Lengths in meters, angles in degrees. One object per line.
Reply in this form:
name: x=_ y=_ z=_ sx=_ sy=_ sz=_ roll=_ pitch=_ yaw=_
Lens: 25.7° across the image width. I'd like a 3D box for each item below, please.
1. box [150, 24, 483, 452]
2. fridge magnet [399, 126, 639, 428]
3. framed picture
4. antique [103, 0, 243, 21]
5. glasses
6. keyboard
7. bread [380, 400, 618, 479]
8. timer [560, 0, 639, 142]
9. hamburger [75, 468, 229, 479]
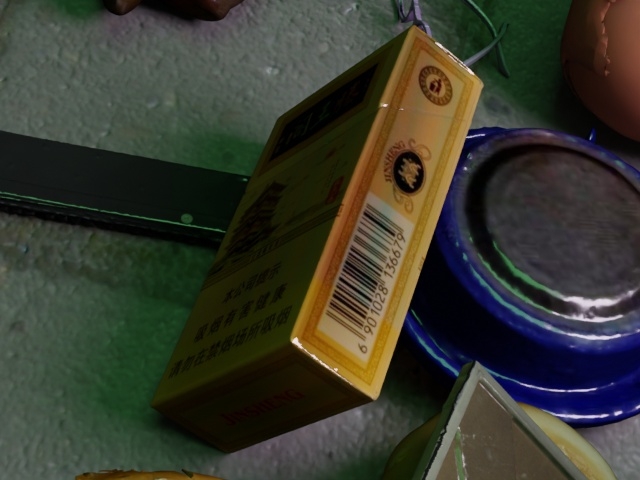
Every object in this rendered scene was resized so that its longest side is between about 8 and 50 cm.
box: x=0.000 y=0.000 z=0.969 sx=0.076 sy=0.174 sz=0.274 roll=37 pitch=54 yaw=-22
fridge magnet: x=0.165 y=0.017 z=1.044 sx=0.265 sy=0.112 sz=0.265 roll=9 pitch=53 yaw=-12
framed picture: x=0.104 y=0.209 z=0.779 sx=0.184 sy=0.016 sz=0.250 roll=46 pitch=42 yaw=-15
antique: x=-0.124 y=-0.302 z=1.194 sx=0.143 sy=0.121 sz=0.257 roll=-2 pitch=57 yaw=-23
glasses: x=0.126 y=-0.186 z=1.208 sx=0.104 sy=0.062 sz=0.140 roll=3 pitch=57 yaw=-13
keyboard: x=-0.158 y=-0.038 z=1.063 sx=0.231 sy=0.023 sz=0.072 roll=10 pitch=47 yaw=-8
bread: x=0.117 y=0.208 z=0.902 sx=0.213 sy=0.105 sz=0.213 roll=17 pitch=54 yaw=-25
timer: x=0.311 y=-0.185 z=1.147 sx=0.215 sy=0.229 sz=0.229 roll=17 pitch=54 yaw=2
hamburger: x=-0.085 y=0.247 z=0.740 sx=0.245 sy=0.260 sz=0.211 roll=-15 pitch=57 yaw=-15
